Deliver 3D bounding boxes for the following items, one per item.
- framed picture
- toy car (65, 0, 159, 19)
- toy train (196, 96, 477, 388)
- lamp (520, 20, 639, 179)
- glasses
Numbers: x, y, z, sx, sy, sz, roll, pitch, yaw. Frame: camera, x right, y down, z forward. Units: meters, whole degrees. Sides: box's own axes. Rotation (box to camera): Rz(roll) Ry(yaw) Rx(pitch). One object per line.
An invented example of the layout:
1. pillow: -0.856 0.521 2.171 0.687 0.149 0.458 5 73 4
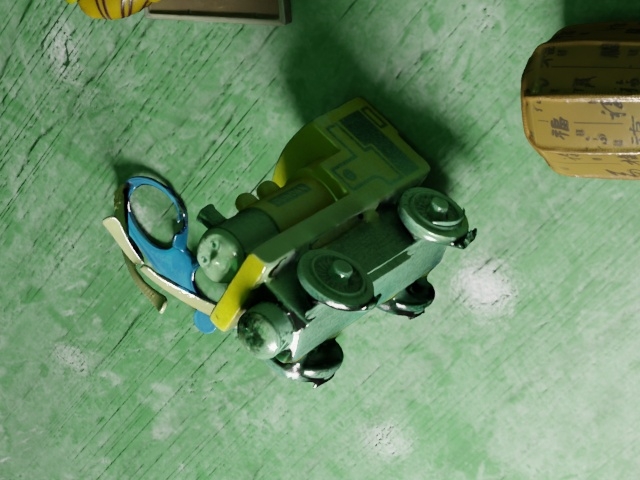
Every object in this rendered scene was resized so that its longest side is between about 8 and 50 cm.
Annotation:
1. framed picture: -0.128 -0.325 2.102 0.203 0.015 0.150 6 114 31
2. toy car: -0.189 -0.341 2.020 0.142 0.200 0.248 39 131 -15
3. toy train: 0.000 0.000 1.947 0.237 0.369 0.150 43 128 13
4. lamp: 0.302 -0.140 1.824 0.185 0.161 0.161 0 111 32
5. glasses: -0.177 0.020 2.214 0.102 0.207 0.239 -43 86 2
